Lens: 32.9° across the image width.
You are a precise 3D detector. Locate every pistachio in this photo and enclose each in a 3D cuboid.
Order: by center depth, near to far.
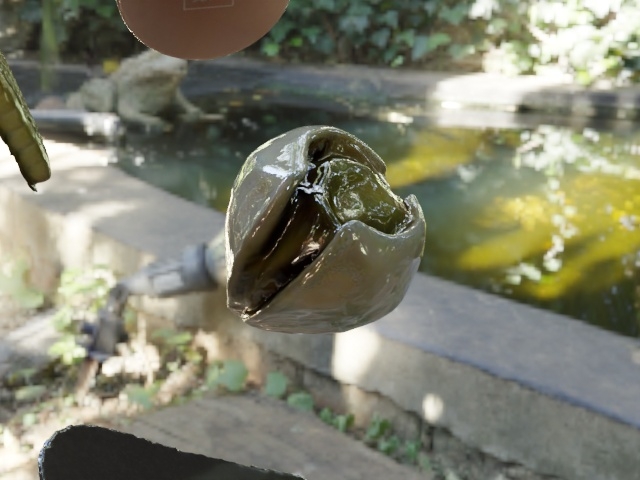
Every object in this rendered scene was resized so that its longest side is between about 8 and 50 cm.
[{"bbox_3d":[0.000,0.000,0.753,0.138,0.153,0.238,39,-9,9],"label":"pistachio"}]

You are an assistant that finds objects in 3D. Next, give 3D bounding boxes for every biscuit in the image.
[{"bbox_3d":[-0.271,-0.169,0.809,0.029,0.254,0.172,-27,45,-10],"label":"biscuit"}]

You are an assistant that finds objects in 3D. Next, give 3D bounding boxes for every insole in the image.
[{"bbox_3d":[-0.033,0.186,0.683,0.328,0.007,0.111,28,31,-32],"label":"insole"}]

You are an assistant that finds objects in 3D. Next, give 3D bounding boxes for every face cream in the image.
[{"bbox_3d":[-0.104,-0.239,0.897,0.149,0.149,0.104,-4,46,-20],"label":"face cream"}]
